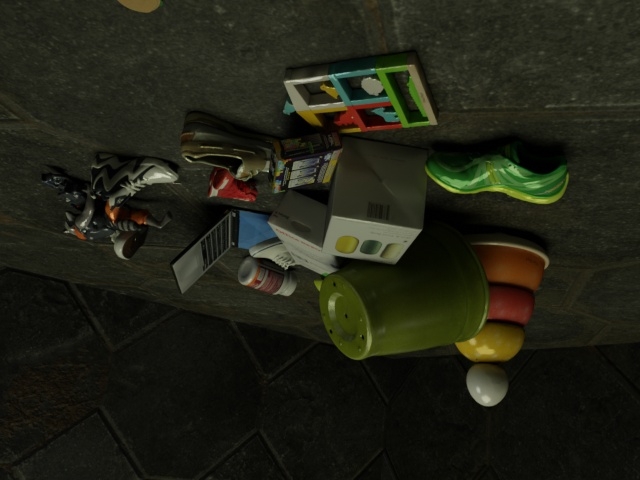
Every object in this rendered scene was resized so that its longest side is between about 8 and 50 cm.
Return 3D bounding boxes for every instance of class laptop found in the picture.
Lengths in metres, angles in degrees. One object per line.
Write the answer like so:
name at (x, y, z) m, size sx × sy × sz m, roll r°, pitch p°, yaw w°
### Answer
laptop at (-0.260, 0.064, 1.860) m, size 0.236 × 0.408 × 0.382 m, roll 42°, pitch 160°, yaw 6°

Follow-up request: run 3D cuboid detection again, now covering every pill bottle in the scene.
pill bottle at (-0.210, 0.147, 2.227) m, size 0.221 × 0.121 × 0.121 m, roll 24°, pitch 156°, yaw -36°

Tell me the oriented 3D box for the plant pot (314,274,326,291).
plant pot at (0.110, 0.098, 1.823) m, size 0.228 × 0.207 × 0.227 m, roll 0°, pitch 159°, yaw 20°

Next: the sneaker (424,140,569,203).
sneaker at (0.371, -0.162, 1.169) m, size 0.296 × 0.109 × 0.123 m, roll 8°, pitch 137°, yaw 9°

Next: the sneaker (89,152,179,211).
sneaker at (-0.507, -0.143, 1.483) m, size 0.235 × 0.153 × 0.094 m, roll 10°, pitch 162°, yaw -3°

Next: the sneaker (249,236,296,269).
sneaker at (-0.115, 0.042, 1.761) m, size 0.094 × 0.091 × 0.258 m, roll -32°, pitch 162°, yaw 36°

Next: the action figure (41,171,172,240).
action figure at (-0.683, -0.087, 1.700) m, size 0.330 × 0.178 × 0.341 m, roll -14°, pitch 155°, yaw 28°

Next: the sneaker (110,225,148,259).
sneaker at (-0.688, -0.007, 1.909) m, size 0.123 × 0.105 × 0.290 m, roll 19°, pitch -176°, yaw -9°

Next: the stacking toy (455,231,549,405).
stacking toy at (0.490, 0.242, 1.644) m, size 0.351 × 0.479 × 0.350 m, roll 7°, pitch 161°, yaw 3°

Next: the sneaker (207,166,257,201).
sneaker at (-0.217, -0.158, 1.456) m, size 0.128 × 0.087 × 0.221 m, roll 6°, pitch 175°, yaw -20°

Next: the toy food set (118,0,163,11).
toy food set at (-0.291, -0.395, 0.878) m, size 0.083 × 0.020 × 0.083 m, roll -8°, pitch 154°, yaw 40°

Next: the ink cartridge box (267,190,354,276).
ink cartridge box at (0.000, 0.000, 1.599) m, size 0.211 × 0.121 × 0.289 m, roll 25°, pitch 164°, yaw 24°

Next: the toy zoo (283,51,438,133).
toy zoo at (0.061, -0.271, 1.061) m, size 0.293 × 0.030 × 0.192 m, roll 0°, pitch 159°, yaw 25°

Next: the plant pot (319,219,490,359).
plant pot at (0.202, 0.158, 1.518) m, size 0.353 × 0.366 × 0.366 m, roll -15°, pitch 174°, yaw -30°

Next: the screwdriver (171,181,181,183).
screwdriver at (-0.486, -0.176, 1.598) m, size 0.170 × 0.025 × 0.024 m, roll 1°, pitch 161°, yaw -5°

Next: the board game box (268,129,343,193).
board game box at (-0.037, -0.168, 1.201) m, size 0.141 × 0.048 × 0.170 m, roll -14°, pitch 165°, yaw -14°

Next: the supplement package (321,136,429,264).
supplement package at (0.120, -0.084, 1.310) m, size 0.199 × 0.198 × 0.262 m, roll 9°, pitch 161°, yaw -2°

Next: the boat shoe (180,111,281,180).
boat shoe at (-0.176, -0.190, 1.280) m, size 0.302 × 0.103 × 0.113 m, roll 16°, pitch 160°, yaw -20°
